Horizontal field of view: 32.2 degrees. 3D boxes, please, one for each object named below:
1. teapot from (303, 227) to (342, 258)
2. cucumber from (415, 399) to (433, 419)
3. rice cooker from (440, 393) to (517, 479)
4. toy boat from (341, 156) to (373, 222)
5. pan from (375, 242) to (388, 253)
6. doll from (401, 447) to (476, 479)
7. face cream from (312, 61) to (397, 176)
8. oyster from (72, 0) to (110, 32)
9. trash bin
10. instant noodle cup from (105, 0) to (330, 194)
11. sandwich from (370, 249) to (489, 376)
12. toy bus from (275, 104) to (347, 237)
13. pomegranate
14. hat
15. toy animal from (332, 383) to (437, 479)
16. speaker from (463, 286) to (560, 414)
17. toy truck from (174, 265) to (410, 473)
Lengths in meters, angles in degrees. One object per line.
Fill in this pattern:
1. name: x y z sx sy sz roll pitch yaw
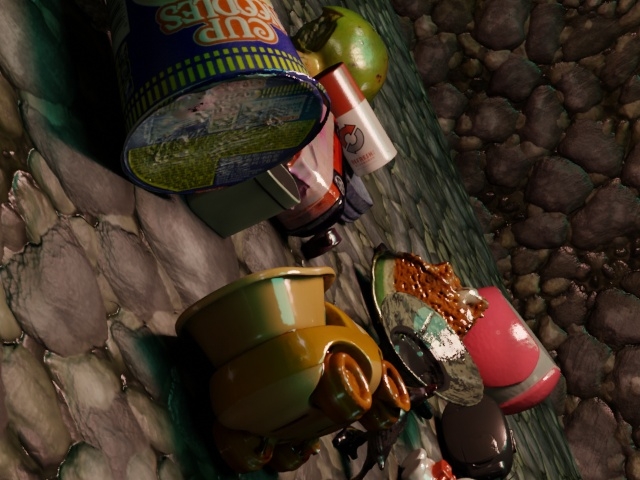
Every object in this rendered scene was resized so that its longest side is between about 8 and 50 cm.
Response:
1. teapot: 0.000 0.000 1.985 0.045 0.068 0.100 61 -19 -4
2. cucumber: 0.184 0.301 2.166 0.133 0.032 0.032 60 17 -19
3. rice cooker: 0.320 0.408 2.243 0.118 0.142 0.203 62 14 -55
4. toy boat: 0.014 -0.144 2.225 0.283 0.078 0.127 53 16 -32
5. pan: 0.134 0.039 2.417 0.068 0.023 0.115 67 13 7
6. doll: 0.251 0.485 1.918 0.290 0.130 0.161 46 13 -9
7. face cream: 0.059 -0.241 2.210 0.214 0.096 0.096 58 17 -14
8. oyster: -0.334 -0.347 1.534 0.100 0.037 0.098 51 -9 26
9. trash bin: -0.112 -0.069 1.613 0.116 0.130 0.059 45 24 -48
10. instant noodle cup: -0.165 -0.264 1.470 0.284 0.284 0.312 31 36 -62
11. sandwich: 0.206 0.138 2.211 0.292 0.212 0.109 49 -5 13
12. toy bus: -0.035 -0.140 1.979 0.147 0.128 0.302 50 22 -26
13. pomegranate: 0.006 -0.366 2.334 0.302 0.236 0.235 -27 91 -51
14. hat: 0.167 0.230 2.048 0.265 0.128 0.265 40 25 -23
15. toy animal: 0.100 0.287 1.699 0.105 0.202 0.070 48 -1 42
16. speaker: 0.396 0.244 2.493 0.294 0.294 0.294 55 18 -28
17. toy truck: -0.036 0.161 1.374 0.288 0.204 0.211 20 44 -65
